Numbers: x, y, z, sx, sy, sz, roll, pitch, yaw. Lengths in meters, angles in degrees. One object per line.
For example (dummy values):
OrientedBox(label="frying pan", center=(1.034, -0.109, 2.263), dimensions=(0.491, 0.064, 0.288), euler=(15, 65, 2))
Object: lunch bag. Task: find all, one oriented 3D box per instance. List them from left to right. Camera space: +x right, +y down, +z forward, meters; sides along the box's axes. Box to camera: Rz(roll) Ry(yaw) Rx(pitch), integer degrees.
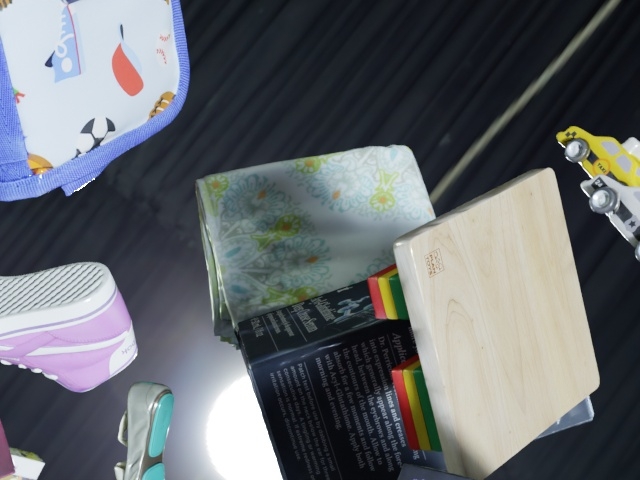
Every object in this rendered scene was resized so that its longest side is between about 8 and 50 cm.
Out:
OrientedBox(label="lunch bag", center=(-0.242, -0.240, 0.916), dimensions=(0.385, 0.239, 0.328), euler=(-104, 5, -67))

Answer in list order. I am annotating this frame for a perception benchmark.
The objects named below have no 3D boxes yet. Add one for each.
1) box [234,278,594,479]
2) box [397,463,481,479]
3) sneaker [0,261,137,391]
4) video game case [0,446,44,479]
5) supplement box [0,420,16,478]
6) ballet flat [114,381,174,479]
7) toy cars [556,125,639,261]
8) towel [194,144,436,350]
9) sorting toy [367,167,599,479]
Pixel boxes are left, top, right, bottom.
OrientedBox(label="box", center=(0.108, 0.169, 1.538), dimensions=(0.293, 0.395, 0.212), euler=(-144, 37, -80))
OrientedBox(label="box", center=(0.161, 0.324, 1.020), dimensions=(0.163, 0.142, 0.247), euler=(5, 147, 36))
OrientedBox(label="sneaker", center=(-0.349, 0.121, 1.330), dimensions=(0.282, 0.102, 0.161), euler=(-5, 132, 13))
OrientedBox(label="video game case", center=(-0.594, 0.435, 1.900), dimensions=(0.210, 0.232, 0.042), euler=(28, 180, -42))
OrientedBox(label="supplement box", center=(-0.343, 0.125, 0.986), dimensions=(0.081, 0.104, 0.188), euler=(-7, 101, 59))
OrientedBox(label="ballet flat", center=(-0.246, 0.295, 1.584), dimensions=(0.068, 0.213, 0.072), euler=(11, -175, 22))
OrientedBox(label="toy cars", center=(0.431, -0.067, 1.585), dimensions=(0.176, 0.087, 0.393), euler=(38, -161, -13))
OrientedBox(label="towel", center=(0.000, 0.000, 1.818), dimensions=(0.090, 0.374, 0.320), euler=(89, 170, -54))
OrientedBox(label="sorting toy", center=(0.167, 0.083, 1.218), dimensions=(0.089, 0.255, 0.257), euler=(-3, 106, 45))
